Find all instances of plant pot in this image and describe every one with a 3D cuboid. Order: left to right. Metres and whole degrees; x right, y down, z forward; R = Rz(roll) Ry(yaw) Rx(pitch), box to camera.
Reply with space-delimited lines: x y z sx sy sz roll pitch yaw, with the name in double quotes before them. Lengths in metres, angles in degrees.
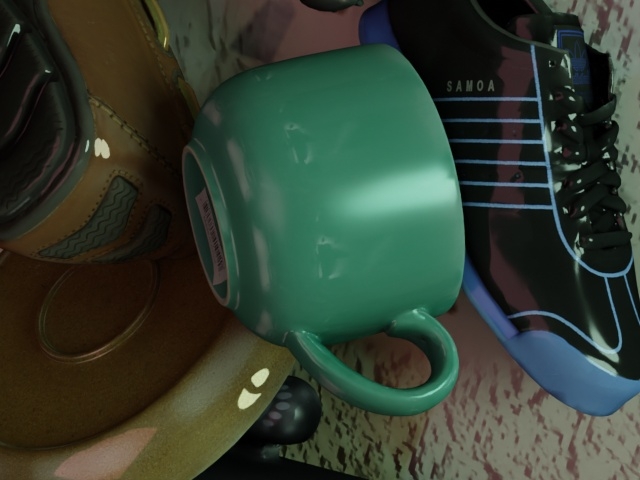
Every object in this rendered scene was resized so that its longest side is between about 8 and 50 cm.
"plant pot" -0.114 0.039 0.637 0.236 0.032 0.236 -18 45 19

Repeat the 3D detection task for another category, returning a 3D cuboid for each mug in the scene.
"mug" -0.002 -0.009 0.525 0.158 0.097 0.129 -121 23 -50

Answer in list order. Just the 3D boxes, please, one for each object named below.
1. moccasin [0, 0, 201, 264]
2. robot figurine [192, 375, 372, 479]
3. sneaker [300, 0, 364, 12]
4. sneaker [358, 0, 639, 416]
"moccasin" -0.157 -0.150 0.658 0.139 0.147 0.380 -45 59 19
"robot figurine" -0.047 0.192 0.612 0.278 0.173 0.209 6 56 36
"sneaker" 0.034 -0.201 0.512 0.106 0.078 0.234 29 134 -16
"sneaker" 0.098 -0.039 0.534 0.090 0.081 0.232 -40 70 40
